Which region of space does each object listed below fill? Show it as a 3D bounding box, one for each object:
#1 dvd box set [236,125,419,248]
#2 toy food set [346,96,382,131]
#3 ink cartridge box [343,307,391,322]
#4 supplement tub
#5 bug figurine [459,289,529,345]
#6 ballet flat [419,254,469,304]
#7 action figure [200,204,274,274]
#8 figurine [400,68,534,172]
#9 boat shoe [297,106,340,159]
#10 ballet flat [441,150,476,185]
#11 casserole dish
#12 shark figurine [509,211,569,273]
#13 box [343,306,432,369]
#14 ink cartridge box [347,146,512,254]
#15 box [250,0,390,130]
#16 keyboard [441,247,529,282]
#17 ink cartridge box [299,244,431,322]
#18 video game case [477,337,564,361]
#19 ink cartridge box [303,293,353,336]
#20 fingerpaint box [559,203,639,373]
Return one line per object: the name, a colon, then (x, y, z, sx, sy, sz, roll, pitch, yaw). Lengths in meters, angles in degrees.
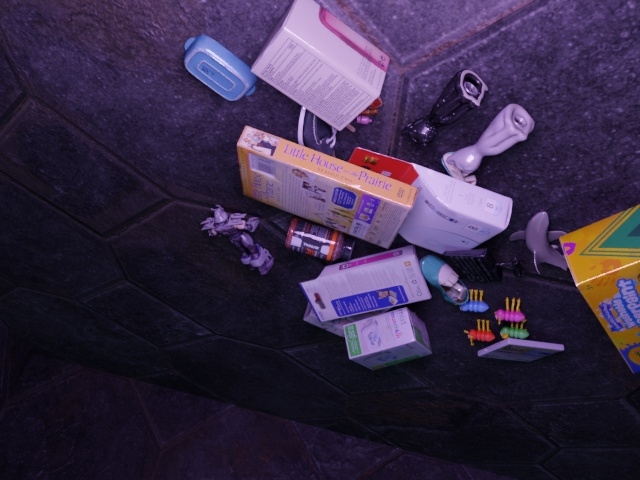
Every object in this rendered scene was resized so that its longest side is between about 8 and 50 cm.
dvd box set: (0.006, -0.119, 1.461, 0.420, 0.062, 0.307, 20, 161, 3)
toy food set: (0.096, -0.302, 1.358, 0.078, 0.019, 0.122, 34, 136, -24)
ink cartridge box: (0.141, 0.196, 1.999, 0.154, 0.093, 0.212, 25, 144, -10)
supplement tub: (0.000, 0.000, 1.763, 0.198, 0.106, 0.106, 16, 147, 3)
bug figurine: (0.560, 0.264, 1.928, 0.216, 0.072, 0.279, 0, 143, 25)
ballet flat: (0.385, 0.120, 1.778, 0.087, 0.083, 0.247, 17, 160, 44)
action figure: (-0.259, -0.014, 1.877, 0.185, 0.099, 0.285, 2, 141, 34)
figurine: (0.313, -0.236, 1.284, 0.215, 0.092, 0.209, 28, 145, -18)
boat shoe: (0.003, -0.240, 1.415, 0.091, 0.114, 0.302, 13, 159, 8)
ballet flat: (0.348, -0.151, 1.433, 0.052, 0.057, 0.168, -21, 134, 26)
casserole dish: (-0.234, -0.388, 1.363, 0.188, 0.037, 0.114, 35, 142, -24)
shark figurine: (0.606, 0.047, 1.555, 0.278, 0.116, 0.166, 33, 145, -20)
box: (0.234, 0.337, 2.023, 0.231, 0.126, 0.262, -18, 154, 16)
ink cartridge box: (0.230, -0.082, 1.479, 0.385, 0.091, 0.308, 18, 164, -4)
box: (0.002, -0.360, 1.213, 0.232, 0.126, 0.149, 31, 145, -20)
keyboard: (0.461, 0.074, 1.628, 0.202, 0.033, 0.317, -5, 164, 24)
ink cartridge box: (0.138, 0.138, 1.824, 0.371, 0.069, 0.175, -16, 122, 16)
video game case: (0.679, 0.374, 2.019, 0.212, 0.023, 0.193, 9, 155, -15)
ink cartridge box: (0.051, 0.263, 2.118, 0.198, 0.115, 0.067, 25, 146, -13)
fingerpaint box: (0.836, 0.101, 1.394, 0.371, 0.163, 0.445, -26, 130, 25)
